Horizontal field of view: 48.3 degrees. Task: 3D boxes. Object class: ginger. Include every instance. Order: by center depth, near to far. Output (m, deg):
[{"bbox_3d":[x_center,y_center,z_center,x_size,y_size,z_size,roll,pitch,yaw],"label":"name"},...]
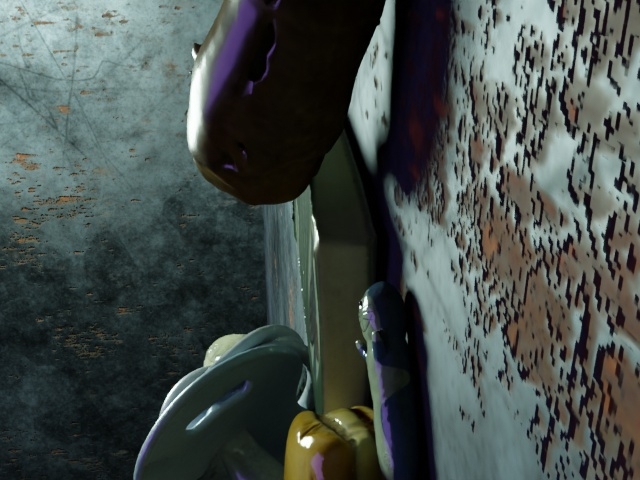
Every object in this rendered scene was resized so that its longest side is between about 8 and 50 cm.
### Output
[{"bbox_3d":[-0.026,-0.127,0.424,0.133,0.107,0.309,49,141,36],"label":"ginger"}]

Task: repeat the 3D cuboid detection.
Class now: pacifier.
[{"bbox_3d":[-0.055,0.246,0.764,0.233,0.244,0.299,43,156,34],"label":"pacifier"}]

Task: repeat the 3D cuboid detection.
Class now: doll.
[{"bbox_3d":[0.039,0.085,0.401,0.037,0.027,0.125,134,133,-71],"label":"doll"}]

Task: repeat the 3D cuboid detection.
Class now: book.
[{"bbox_3d":[0.000,0.000,0.666,0.370,0.043,0.260,-100,8,-55],"label":"book"}]

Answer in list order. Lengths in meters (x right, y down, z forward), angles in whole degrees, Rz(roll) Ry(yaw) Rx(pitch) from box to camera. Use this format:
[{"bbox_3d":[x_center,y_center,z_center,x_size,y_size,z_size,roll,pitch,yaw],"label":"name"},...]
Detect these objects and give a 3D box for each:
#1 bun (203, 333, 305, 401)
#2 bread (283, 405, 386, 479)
[{"bbox_3d":[-0.093,0.251,1.100,0.239,0.141,0.239,41,140,47],"label":"bun"},{"bbox_3d":[0.019,0.209,0.462,0.116,0.077,0.200,178,89,-75],"label":"bread"}]
